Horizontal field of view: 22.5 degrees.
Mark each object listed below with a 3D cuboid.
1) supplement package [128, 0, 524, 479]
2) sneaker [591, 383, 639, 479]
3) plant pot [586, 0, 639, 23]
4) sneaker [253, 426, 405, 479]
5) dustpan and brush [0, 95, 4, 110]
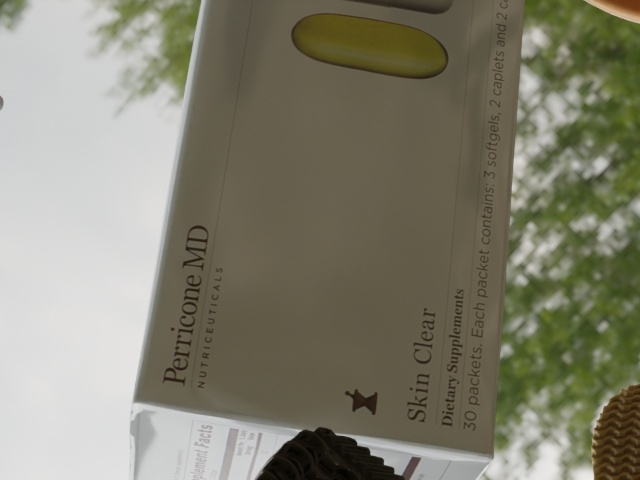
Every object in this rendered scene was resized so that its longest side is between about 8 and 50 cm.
[{"bbox_3d":[0.000,0.000,0.757,0.145,0.204,0.262,8,-116,-3],"label":"supplement package"},{"bbox_3d":[0.203,0.168,0.986,0.185,0.069,0.084,-67,-35,-46],"label":"sneaker"},{"bbox_3d":[0.265,-0.340,1.247,0.291,0.203,0.291,41,162,16],"label":"plant pot"},{"bbox_3d":[-0.036,0.105,0.330,0.057,0.075,0.161,42,-140,7],"label":"sneaker"},{"bbox_3d":[-0.301,-0.050,1.014,0.060,0.211,0.147,43,-156,-57],"label":"dustpan and brush"}]
